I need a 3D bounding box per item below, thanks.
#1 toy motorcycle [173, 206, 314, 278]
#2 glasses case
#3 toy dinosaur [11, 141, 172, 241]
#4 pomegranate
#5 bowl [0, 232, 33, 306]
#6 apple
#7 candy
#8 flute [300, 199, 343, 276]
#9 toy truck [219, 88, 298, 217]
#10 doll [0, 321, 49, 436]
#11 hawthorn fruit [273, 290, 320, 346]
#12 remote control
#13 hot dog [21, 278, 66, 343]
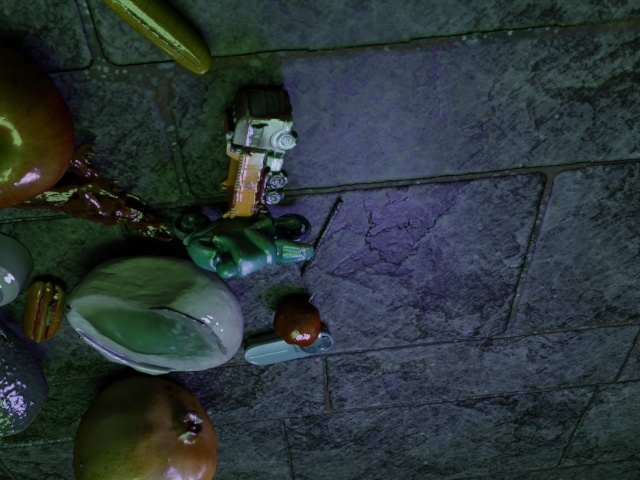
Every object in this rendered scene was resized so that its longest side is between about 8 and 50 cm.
[{"bbox_3d":[-0.163,-0.002,1.455,0.297,0.198,0.109,-3,133,-6],"label":"toy motorcycle"},{"bbox_3d":[-0.271,-0.361,1.130,0.064,0.079,0.234,-37,130,20],"label":"glasses case"},{"bbox_3d":[-0.491,-0.099,1.382,0.433,0.097,0.208,17,142,-19],"label":"toy dinosaur"},{"bbox_3d":[-0.477,0.578,1.913,0.417,0.416,0.416,-4,138,-4],"label":"pomegranate"},{"bbox_3d":[-0.756,0.080,1.529,0.212,0.112,0.211,-3,137,-3],"label":"bowl"},{"bbox_3d":[-0.568,-0.176,1.153,0.302,0.301,0.301,-4,138,-4],"label":"apple"},{"bbox_3d":[-0.366,0.181,1.635,0.387,0.186,0.426,-7,141,12],"label":"candy"},{"bbox_3d":[0.000,0.000,1.614,0.014,0.014,0.269,10,135,-18],"label":"flute"},{"bbox_3d":[-0.130,-0.167,1.344,0.135,0.114,0.270,1,140,-16],"label":"toy truck"},{"bbox_3d":[-0.832,0.325,1.707,0.248,0.247,0.349,-8,127,1],"label":"doll"},{"bbox_3d":[-0.056,0.204,1.765,0.125,0.140,0.125,19,158,8],"label":"hawthorn fruit"},{"bbox_3d":[-0.088,0.284,1.886,0.248,0.052,0.104,-12,139,5],"label":"remote control"},{"bbox_3d":[-0.672,0.170,1.674,0.092,0.062,0.235,13,134,-16],"label":"hot dog"}]
